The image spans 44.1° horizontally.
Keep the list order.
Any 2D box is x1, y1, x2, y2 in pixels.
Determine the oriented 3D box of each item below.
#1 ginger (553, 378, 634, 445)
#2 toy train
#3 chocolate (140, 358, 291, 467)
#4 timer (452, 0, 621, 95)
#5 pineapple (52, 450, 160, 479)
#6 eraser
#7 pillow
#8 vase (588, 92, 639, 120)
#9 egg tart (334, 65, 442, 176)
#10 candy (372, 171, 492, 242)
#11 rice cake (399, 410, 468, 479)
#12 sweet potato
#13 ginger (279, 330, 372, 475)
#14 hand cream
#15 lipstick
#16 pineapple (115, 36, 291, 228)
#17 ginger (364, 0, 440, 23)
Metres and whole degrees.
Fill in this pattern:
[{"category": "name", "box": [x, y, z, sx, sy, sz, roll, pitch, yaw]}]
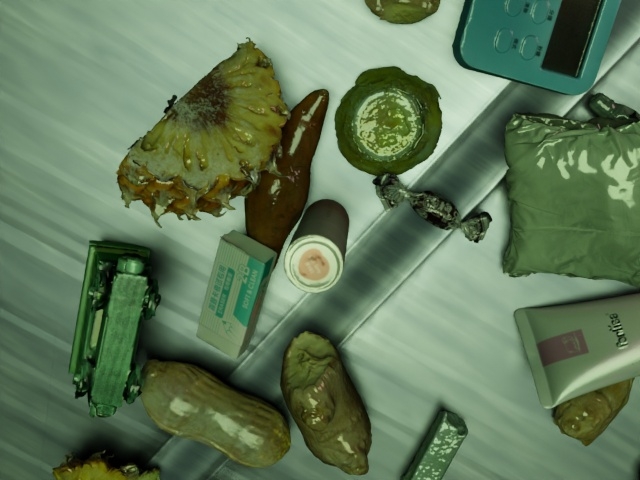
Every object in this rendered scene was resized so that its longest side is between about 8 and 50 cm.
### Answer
[{"category": "ginger", "box": [0.495, 0.275, 1.410, 0.115, 0.122, 0.193, 34, 96, 14]}, {"category": "toy train", "box": [-0.365, 0.152, 1.392, 0.120, 0.202, 0.301, 8, 104, -22]}, {"category": "chocolate", "box": [-0.197, 0.320, 1.451, 0.309, 0.134, 0.134, 30, 102, -3]}, {"category": "timer", "box": [0.362, -0.371, 1.291, 0.249, 0.091, 0.232, 13, 102, -3]}, {"category": "pineapple", "box": [-0.407, 0.476, 1.525, 0.164, 0.139, 0.250, -49, 116, -29]}, {"category": "eraser", "box": [-0.151, 0.096, 1.395, 0.095, 0.052, 0.225, 27, 123, 13]}, {"category": "pillow", "box": [0.438, -0.068, 1.309, 0.283, 0.138, 0.310, -1, 112, 19]}, {"category": "vase", "box": [0.540, -0.178, 1.334, 0.211, 0.060, 0.060, 36, 102, -3]}, {"category": "egg tart", "box": [0.117, -0.197, 1.348, 0.197, 0.078, 0.197, 1, 105, 4]}, {"category": "candy", "box": [0.192, -0.057, 1.372, 0.226, 0.094, 0.051, 24, 66, -7]}, {"category": "rice cake", "box": [0.209, 0.409, 1.478, 0.063, 0.069, 0.207, 27, 100, 0]}, {"category": "sweet potato", "box": [-0.074, -0.094, 1.365, 0.112, 0.112, 0.359, 13, 103, 1]}, {"category": "ginger", "box": [0.008, 0.296, 1.399, 0.130, 0.221, 0.276, -26, 91, -1]}, {"category": "hand cream", "box": [0.536, 0.164, 1.377, 0.358, 0.118, 0.186, -14, 67, 6]}, {"category": "lipstick", "box": [0.000, 0.000, 1.268, 0.087, 0.327, 0.087, 1, 101, 3]}, {"category": "pineapple", "box": [-0.183, -0.123, 1.315, 0.209, 0.286, 0.344, 42, 58, -6]}, {"category": "ginger", "box": [0.127, -0.465, 1.294, 0.137, 0.074, 0.213, -12, 95, 6]}]
